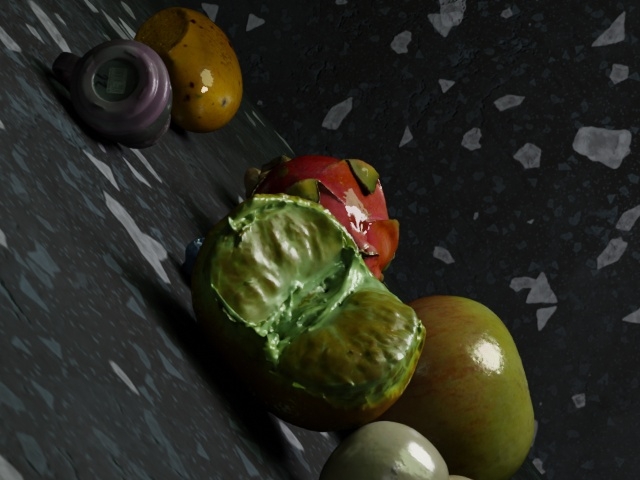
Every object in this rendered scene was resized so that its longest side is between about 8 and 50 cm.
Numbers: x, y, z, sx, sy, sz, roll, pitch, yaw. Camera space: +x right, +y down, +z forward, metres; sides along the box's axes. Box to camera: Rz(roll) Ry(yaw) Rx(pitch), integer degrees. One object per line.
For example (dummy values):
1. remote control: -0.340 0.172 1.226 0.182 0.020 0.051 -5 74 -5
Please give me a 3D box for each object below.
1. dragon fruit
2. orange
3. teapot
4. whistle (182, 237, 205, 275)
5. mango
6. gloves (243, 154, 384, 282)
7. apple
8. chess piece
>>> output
1. dragon fruit: -0.002 -0.003 1.700 0.224 0.224 0.227 49 23 -16
2. orange: -0.016 0.077 1.255 0.237 0.179 0.158 44 -28 11
3. teapot: -0.244 -0.164 1.557 0.146 0.148 0.116 73 16 -74
4. whistle: -0.050 0.092 1.502 0.304 0.062 0.062 45 8 -44
5. mango: -0.212 -0.271 2.156 0.191 0.160 0.290 57 6 -29
6. gloves: -0.009 -0.023 2.116 0.203 0.155 0.356 50 7 38
7. apple: 0.151 0.191 1.577 0.261 0.194 0.261 168 -90 -87
8. chess piece: 0.127 0.287 1.189 0.299 0.167 0.167 46 6 -7
